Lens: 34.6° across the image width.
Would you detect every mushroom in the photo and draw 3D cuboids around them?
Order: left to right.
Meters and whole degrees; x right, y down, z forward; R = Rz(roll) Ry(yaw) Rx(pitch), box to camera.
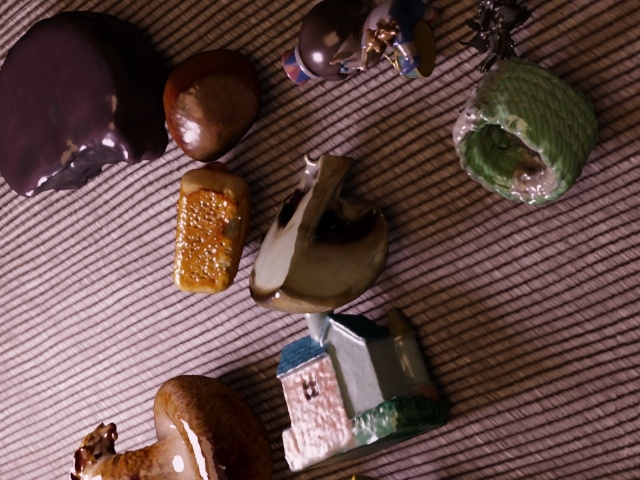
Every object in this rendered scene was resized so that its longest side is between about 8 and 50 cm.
[{"bbox_3d":[-0.275,0.423,2.010,0.334,0.356,0.331,12,90,62],"label":"mushroom"},{"bbox_3d":[-0.003,0.007,1.858,0.217,0.212,0.292,145,136,-65],"label":"mushroom"}]

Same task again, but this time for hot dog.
[{"bbox_3d":[-0.211,-0.034,1.972,0.150,0.153,0.257,9,119,-1],"label":"hot dog"}]

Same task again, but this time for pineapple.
[{"bbox_3d":[0.286,-0.381,1.652,0.125,0.125,0.251,7,109,28],"label":"pineapple"}]

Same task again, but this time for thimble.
[{"bbox_3d":[0.318,-0.172,1.607,0.219,0.150,0.219,27,156,13],"label":"thimble"}]

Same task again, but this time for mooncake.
[{"bbox_3d":[-0.471,-0.272,2.040,0.381,0.212,0.351,-5,93,32],"label":"mooncake"}]

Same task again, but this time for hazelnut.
[{"bbox_3d":[-0.213,-0.260,1.909,0.210,0.186,0.210,5,104,20],"label":"hazelnut"}]

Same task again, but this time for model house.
[{"bbox_3d":[0.053,0.224,1.886,0.267,0.194,0.325,-29,72,33],"label":"model house"}]

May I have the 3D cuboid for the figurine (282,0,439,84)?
[{"bbox_3d":[0.062,-0.340,1.764,0.275,0.161,0.158,4,142,32],"label":"figurine"}]

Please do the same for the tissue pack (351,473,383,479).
[{"bbox_3d":[0.098,0.651,1.796,0.228,0.293,0.382,22,99,-14],"label":"tissue pack"}]
